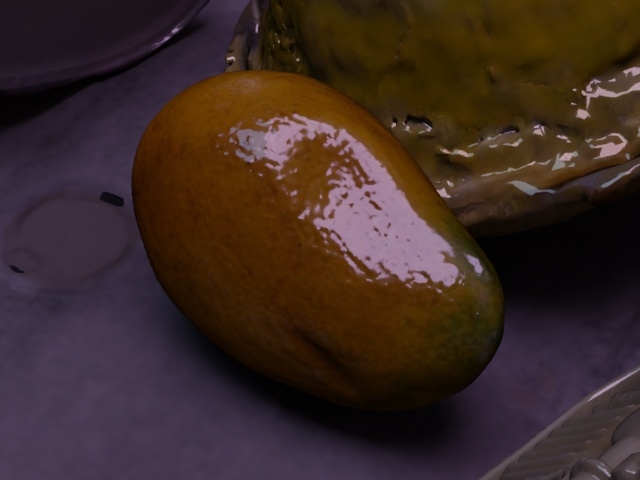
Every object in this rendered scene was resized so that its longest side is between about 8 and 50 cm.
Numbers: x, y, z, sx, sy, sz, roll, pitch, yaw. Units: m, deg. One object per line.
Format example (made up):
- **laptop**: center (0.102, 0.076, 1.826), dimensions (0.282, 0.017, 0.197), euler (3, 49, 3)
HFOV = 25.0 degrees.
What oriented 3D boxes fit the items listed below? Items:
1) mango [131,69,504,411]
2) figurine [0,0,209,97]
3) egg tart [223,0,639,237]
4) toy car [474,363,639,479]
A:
- **mango**: center (-0.005, 0.004, 0.564), dimensions (0.165, 0.115, 0.089), euler (47, 35, 13)
- **figurine**: center (-0.174, -0.241, 0.746), dimensions (0.284, 0.206, 0.316), euler (-42, 68, -14)
- **egg tart**: center (0.084, -0.138, 0.642), dimensions (0.315, 0.120, 0.315), euler (-16, 44, 16)
- **toy car**: center (0.163, 0.114, 0.392), dimensions (0.204, 0.248, 0.198), euler (-31, 91, -32)
